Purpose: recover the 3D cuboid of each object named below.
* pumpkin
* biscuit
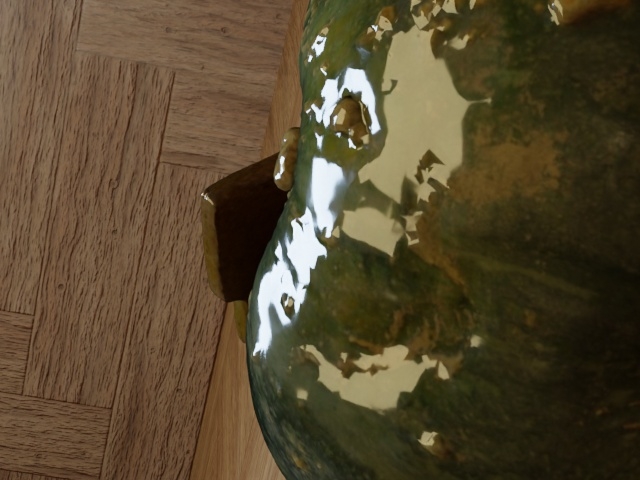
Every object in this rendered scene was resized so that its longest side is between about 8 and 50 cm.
[{"bbox_3d":[0.104,-0.020,0.559,0.291,0.258,0.327,-70,-12,-60],"label":"pumpkin"},{"bbox_3d":[-0.001,-0.001,1.231,0.278,0.301,0.043,-53,46,6],"label":"biscuit"}]
